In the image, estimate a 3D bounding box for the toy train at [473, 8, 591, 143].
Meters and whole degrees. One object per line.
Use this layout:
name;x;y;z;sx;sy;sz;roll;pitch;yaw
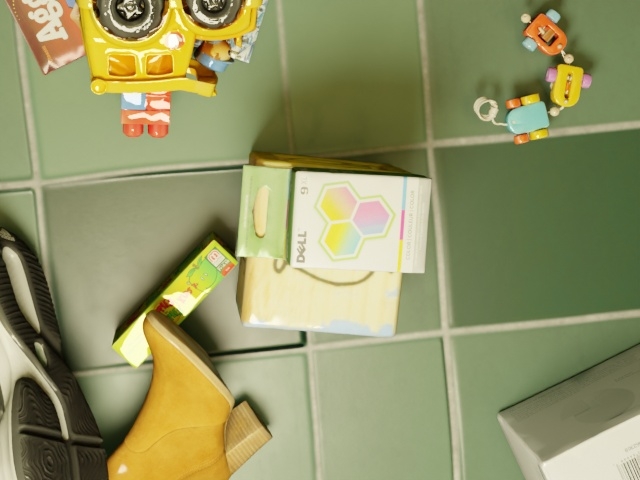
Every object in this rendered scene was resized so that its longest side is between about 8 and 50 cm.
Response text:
toy train;0.270;-0.205;1.727;0.125;0.046;0.166;36;89;-8

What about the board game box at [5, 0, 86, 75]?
board game box;-0.339;-0.360;1.652;0.145;0.027;0.281;-27;99;-1

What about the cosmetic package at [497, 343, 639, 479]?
cosmetic package;0.371;0.255;1.702;0.224;0.224;0.138;-26;101;-2

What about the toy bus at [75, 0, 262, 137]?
toy bus;-0.177;-0.229;1.608;0.220;0.149;0.211;-3;111;-6

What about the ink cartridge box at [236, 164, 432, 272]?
ink cartridge box;0.015;-0.025;1.518;0.209;0.062;0.109;3;97;-6

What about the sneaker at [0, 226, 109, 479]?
sneaker;-0.419;0.229;1.607;0.257;0.169;0.447;-26;67;17

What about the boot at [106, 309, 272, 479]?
boot;-0.201;0.232;1.650;0.211;0.104;0.295;-37;133;-3

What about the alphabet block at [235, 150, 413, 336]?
alphabet block;0.000;0.000;1.649;0.192;0.193;0.197;4;97;-8

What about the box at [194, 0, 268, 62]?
box;-0.113;-0.299;1.682;0.094;0.027;0.137;18;95;-8

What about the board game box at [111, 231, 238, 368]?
board game box;-0.182;0.072;1.689;0.043;0.092;0.181;44;91;-10
